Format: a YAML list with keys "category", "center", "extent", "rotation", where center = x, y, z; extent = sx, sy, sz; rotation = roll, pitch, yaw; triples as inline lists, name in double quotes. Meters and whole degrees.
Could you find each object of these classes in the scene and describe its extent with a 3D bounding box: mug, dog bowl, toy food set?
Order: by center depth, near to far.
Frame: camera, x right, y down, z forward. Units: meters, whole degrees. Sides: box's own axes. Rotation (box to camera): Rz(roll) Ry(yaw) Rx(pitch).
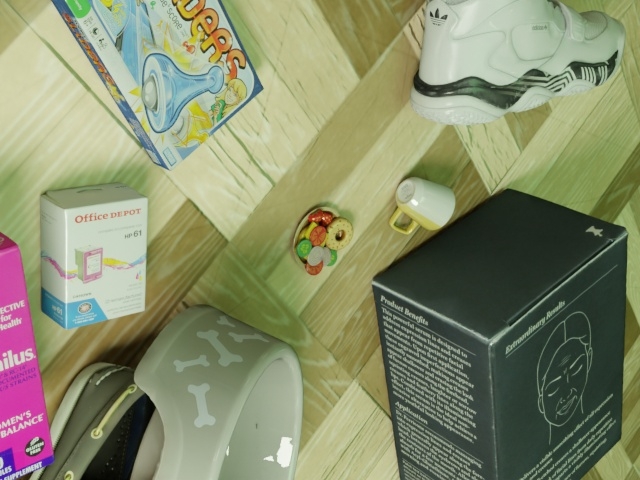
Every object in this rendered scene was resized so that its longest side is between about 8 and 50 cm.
- category: "dog bowl"
  center: [-0.109, 0.245, 0.931]
  extent: [0.349, 0.102, 0.349]
  rotation: [10, 90, -76]
- category: "toy food set"
  center: [0.000, 0.000, 1.103]
  extent: [0.083, 0.020, 0.083]
  rotation: [39, 80, -47]
- category: "mug"
  center: [0.128, -0.045, 1.181]
  extent: [0.064, 0.062, 0.078]
  rotation: [22, 86, -39]

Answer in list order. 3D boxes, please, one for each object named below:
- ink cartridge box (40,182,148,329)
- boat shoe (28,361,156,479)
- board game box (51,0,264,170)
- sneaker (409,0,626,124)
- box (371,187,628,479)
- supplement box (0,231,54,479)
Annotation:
- category: "ink cartridge box"
  center: [-0.216, 0.013, 0.875]
  extent: [0.088, 0.052, 0.123]
  rotation: [-13, 116, -40]
- category: "boat shoe"
  center: [-0.232, 0.267, 0.886]
  extent: [0.109, 0.091, 0.305]
  rotation: [37, 63, -44]
- category: "board game box"
  center: [-0.147, -0.184, 0.864]
  extent: [0.136, 0.035, 0.201]
  rotation: [-45, 134, -19]
- category: "sneaker"
  center: [0.263, -0.286, 1.141]
  extent: [0.365, 0.137, 0.210]
  rotation: [-23, 126, -32]
- category: "box"
  center: [0.264, 0.180, 1.306]
  extent: [0.293, 0.212, 0.396]
  rotation: [-31, 129, -30]
- category: "supplement box"
  center: [-0.313, 0.099, 0.778]
  extent: [0.111, 0.114, 0.220]
  rotation: [-21, 120, -36]
